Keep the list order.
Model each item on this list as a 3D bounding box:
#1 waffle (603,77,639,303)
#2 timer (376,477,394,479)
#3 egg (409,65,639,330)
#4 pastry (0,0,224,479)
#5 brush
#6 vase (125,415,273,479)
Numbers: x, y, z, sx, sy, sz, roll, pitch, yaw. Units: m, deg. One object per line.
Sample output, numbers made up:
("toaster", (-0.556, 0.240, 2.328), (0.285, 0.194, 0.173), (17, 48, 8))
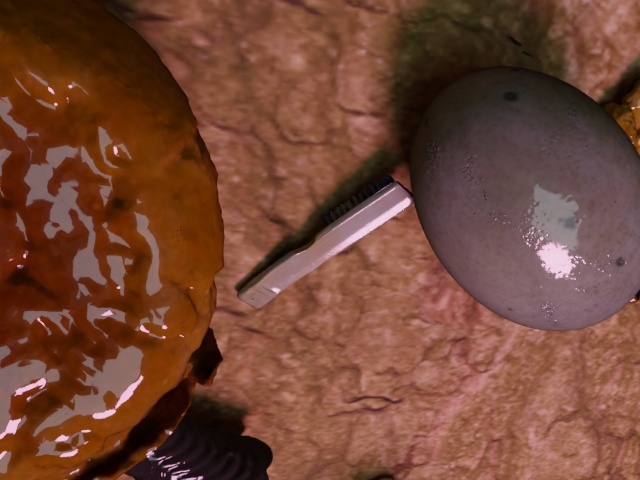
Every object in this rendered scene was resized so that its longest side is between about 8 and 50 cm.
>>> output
("waffle", (0.326, -0.042, 0.589), (0.243, 0.059, 0.238), (16, 111, -25))
("timer", (0.061, 0.440, 0.689), (0.192, 0.195, 0.194), (-26, 123, -3))
("egg", (0.167, -0.030, 0.470), (0.169, 0.169, 0.236), (-35, 111, 3))
("pastry", (-0.221, 0.004, 0.326), (0.355, 0.164, 0.356), (-4, 102, -17))
("brush", (0.000, 0.000, 0.519), (0.178, 0.030, 0.033), (-35, 140, 14))
("vase", (-0.158, 0.170, 0.520), (0.115, 0.115, 0.237), (-41, 118, 6))
